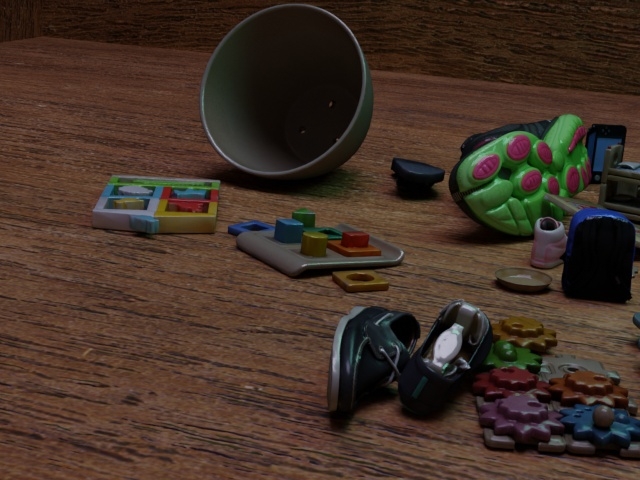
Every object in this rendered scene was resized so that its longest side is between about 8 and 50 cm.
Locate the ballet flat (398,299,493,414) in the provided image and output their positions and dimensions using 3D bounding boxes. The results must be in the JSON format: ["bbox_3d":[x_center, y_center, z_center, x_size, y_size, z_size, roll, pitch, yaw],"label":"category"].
[{"bbox_3d":[0.145,0.109,1.217,0.074,0.074,0.203,11,31,24],"label":"ballet flat"}]

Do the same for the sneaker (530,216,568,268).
[{"bbox_3d":[0.362,-0.004,1.744,0.051,0.070,0.134,11,16,30],"label":"sneaker"}]

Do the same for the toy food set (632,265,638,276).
[{"bbox_3d":[0.524,0.046,1.692,0.122,0.019,0.078,8,16,14],"label":"toy food set"}]

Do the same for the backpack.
[{"bbox_3d":[0.384,0.014,1.589,0.098,0.120,0.101,3,16,1],"label":"backpack"}]

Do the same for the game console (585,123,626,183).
[{"bbox_3d":[0.561,-0.166,2.260,0.107,0.122,0.071,2,17,-9],"label":"game console"}]

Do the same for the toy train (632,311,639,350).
[{"bbox_3d":[0.471,0.103,1.297,0.190,0.142,0.334,18,16,6],"label":"toy train"}]

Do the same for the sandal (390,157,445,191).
[{"bbox_3d":[0.182,-0.120,2.166,0.097,0.054,0.254,11,6,1],"label":"sandal"}]

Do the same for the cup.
[{"bbox_3d":[-0.031,-0.252,2.174,0.331,0.331,0.237,11,-8,24],"label":"cup"}]

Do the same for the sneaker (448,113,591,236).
[{"bbox_3d":[0.328,-0.107,1.989,0.202,0.185,0.483,-10,5,30],"label":"sneaker"}]

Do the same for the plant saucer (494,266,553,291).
[{"bbox_3d":[0.286,0.057,1.609,0.083,0.015,0.083,4,16,-1],"label":"plant saucer"}]

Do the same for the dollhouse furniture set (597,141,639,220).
[{"bbox_3d":[0.600,-0.110,2.059,0.129,0.129,0.183,14,19,31],"label":"dollhouse furniture set"}]

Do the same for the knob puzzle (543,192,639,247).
[{"bbox_3d":[0.476,-0.014,1.841,0.213,0.030,0.213,22,15,-6],"label":"knob puzzle"}]

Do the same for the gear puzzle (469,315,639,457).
[{"bbox_3d":[0.249,0.141,1.248,0.175,0.044,0.339,4,16,1],"label":"gear puzzle"}]

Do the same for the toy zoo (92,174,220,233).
[{"bbox_3d":[-0.263,-0.057,1.855,0.192,0.030,0.293,2,16,-5],"label":"toy zoo"}]

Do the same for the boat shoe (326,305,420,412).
[{"bbox_3d":[0.055,0.121,1.206,0.079,0.084,0.233,7,13,13],"label":"boat shoe"}]

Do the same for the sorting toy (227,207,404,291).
[{"bbox_3d":[0.000,0.000,1.685,0.196,0.047,0.347,-7,19,-33],"label":"sorting toy"}]
